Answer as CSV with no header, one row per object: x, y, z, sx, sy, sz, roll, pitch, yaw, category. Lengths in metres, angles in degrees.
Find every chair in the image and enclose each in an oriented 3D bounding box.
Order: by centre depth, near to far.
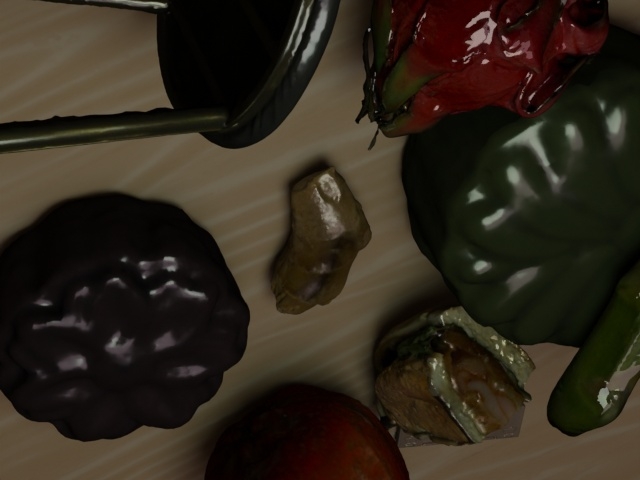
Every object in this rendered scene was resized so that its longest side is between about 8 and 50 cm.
-0.219,-0.256,1.258,0.410,0.364,0.362,10,121,-30,chair

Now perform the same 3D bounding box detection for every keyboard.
0.175,0.232,1.954,0.166,0.017,0.055,-3,121,-17,keyboard

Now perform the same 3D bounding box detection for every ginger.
-0.002,0.000,1.688,0.095,0.069,0.190,3,123,-26,ginger

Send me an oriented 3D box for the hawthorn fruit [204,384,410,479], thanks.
0.012,0.313,1.802,0.300,0.254,0.254,39,107,-20,hawthorn fruit

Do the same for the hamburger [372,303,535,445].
0.133,0.146,1.803,0.135,0.208,0.155,-39,100,-24,hamburger

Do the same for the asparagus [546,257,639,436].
0.339,0.060,1.603,0.085,0.082,0.343,11,118,-32,asparagus

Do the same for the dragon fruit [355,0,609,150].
0.141,-0.199,1.479,0.234,0.234,0.293,29,95,-33,dragon fruit

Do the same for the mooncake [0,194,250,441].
-0.214,0.095,1.646,0.283,0.141,0.283,-8,129,-10,mooncake

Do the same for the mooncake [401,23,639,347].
0.274,-0.053,1.663,0.356,0.194,0.356,-9,128,-11,mooncake
